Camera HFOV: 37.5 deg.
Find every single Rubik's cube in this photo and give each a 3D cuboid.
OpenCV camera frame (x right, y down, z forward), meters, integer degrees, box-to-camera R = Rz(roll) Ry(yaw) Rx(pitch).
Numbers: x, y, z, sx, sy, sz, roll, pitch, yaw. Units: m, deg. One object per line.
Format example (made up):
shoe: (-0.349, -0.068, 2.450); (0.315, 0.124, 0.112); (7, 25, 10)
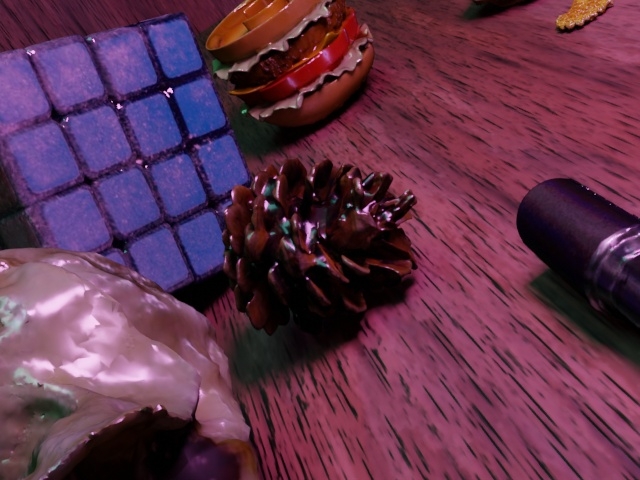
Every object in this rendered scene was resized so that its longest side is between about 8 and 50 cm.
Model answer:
Rubik's cube: (-0.328, -0.067, 1.236); (0.344, 0.344, 0.337); (-13, 14, 44)

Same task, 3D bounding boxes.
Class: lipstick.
lipstick: (0.246, 0.029, 0.725); (0.081, 0.081, 0.299); (-35, 26, -1)

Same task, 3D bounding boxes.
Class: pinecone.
pinecone: (-0.002, 0.005, 0.986); (0.205, 0.184, 0.179); (3, 12, 20)

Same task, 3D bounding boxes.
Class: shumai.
shumai: (-0.182, 0.213, 0.709); (0.395, 0.395, 0.348); (-44, 46, -20)

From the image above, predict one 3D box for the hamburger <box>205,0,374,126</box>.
hamburger: (-0.038, -0.307, 1.570); (0.275, 0.212, 0.274); (-31, 25, 16)

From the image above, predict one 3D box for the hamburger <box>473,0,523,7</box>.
hamburger: (0.321, -0.468, 1.519); (0.206, 0.130, 0.183); (-48, 24, -23)

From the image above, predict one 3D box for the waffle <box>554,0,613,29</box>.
waffle: (0.364, -0.318, 1.310); (0.085, 0.016, 0.078); (-40, 24, -12)
